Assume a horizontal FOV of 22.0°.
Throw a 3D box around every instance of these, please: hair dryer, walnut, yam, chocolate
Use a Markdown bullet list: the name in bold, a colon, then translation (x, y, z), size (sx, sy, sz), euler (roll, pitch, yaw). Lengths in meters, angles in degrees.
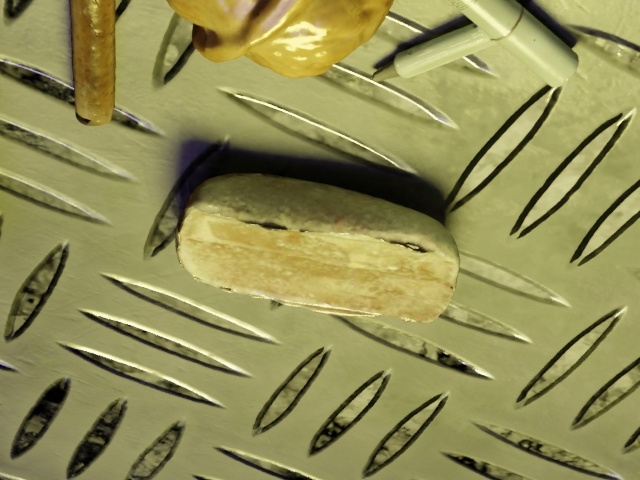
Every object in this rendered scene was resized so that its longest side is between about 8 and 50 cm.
- **hair dryer**: translation (0.133, -0.176, 1.593), size (0.155, 0.044, 0.183), euler (35, 137, -25)
- **walnut**: translation (-0.036, -0.255, 1.368), size (0.224, 0.257, 0.257), euler (33, 133, -24)
- **yam**: translation (-0.221, -0.214, 1.601), size (0.046, 0.046, 0.264), euler (9, 139, 0)
- **chocolate**: translation (0.000, 0.000, 1.762), size (0.303, 0.100, 0.185), euler (12, 149, 1)
